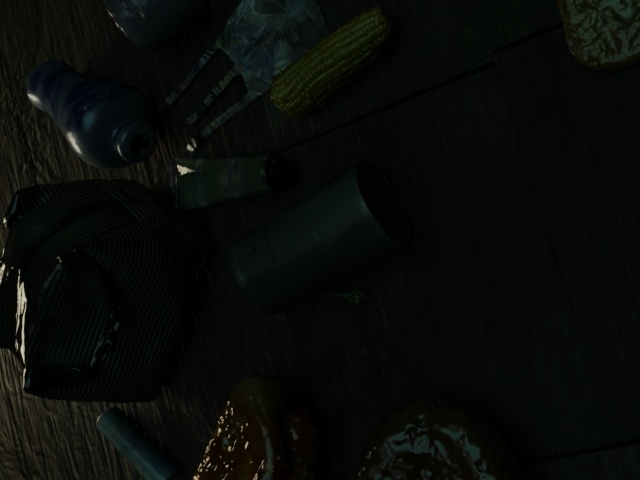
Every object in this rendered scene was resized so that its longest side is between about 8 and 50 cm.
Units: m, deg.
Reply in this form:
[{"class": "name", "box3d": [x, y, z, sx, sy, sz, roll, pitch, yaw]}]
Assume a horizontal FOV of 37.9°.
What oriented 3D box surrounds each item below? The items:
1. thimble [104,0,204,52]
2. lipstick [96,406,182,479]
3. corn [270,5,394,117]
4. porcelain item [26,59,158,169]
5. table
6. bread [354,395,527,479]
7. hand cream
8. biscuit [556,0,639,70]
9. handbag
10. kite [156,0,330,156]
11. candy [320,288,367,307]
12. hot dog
[{"class": "thimble", "box3d": [-0.249, -0.373, 1.389, 0.118, 0.127, 0.151, -35, 74, 23]}, {"class": "lipstick", "box3d": [-0.284, 0.325, 1.452, 0.158, 0.048, 0.048, 38, 108, 25]}, {"class": "corn", "box3d": [0.016, -0.242, 1.273, 0.203, 0.072, 0.072, -34, 74, 24]}, {"class": "porcelain item", "box3d": [-0.353, -0.197, 1.448, 0.259, 0.141, 0.141, 32, 105, 36]}, {"class": "table", "box3d": [0.000, 0.000, 1.248, 0.220, 0.126, 0.126, -30, 75, 26]}, {"class": "bread", "box3d": [0.155, 0.311, 1.162, 0.230, 0.123, 0.230, -3, 84, 26]}, {"class": "hand cream", "box3d": [-0.139, -0.088, 1.372, 0.235, 0.055, 0.086, -3, 88, 36]}, {"class": "biscuit", "box3d": [0.335, -0.325, 1.114, 0.118, 0.029, 0.247, -14, 83, 28]}, {"class": "handbag", "box3d": [-0.349, 0.079, 1.382, 0.247, 0.240, 0.341, 30, 106, 33]}, {"class": "kite", "box3d": [-0.125, -0.268, 1.384, 0.310, 0.015, 0.169, -35, 73, 22]}, {"class": "candy", "box3d": [0.029, 0.078, 1.294, 0.083, 0.025, 0.023, 1, 62, 38]}, {"class": "hot dog", "box3d": [-0.079, 0.323, 1.283, 0.153, 0.150, 0.257, 32, 105, 35]}]
